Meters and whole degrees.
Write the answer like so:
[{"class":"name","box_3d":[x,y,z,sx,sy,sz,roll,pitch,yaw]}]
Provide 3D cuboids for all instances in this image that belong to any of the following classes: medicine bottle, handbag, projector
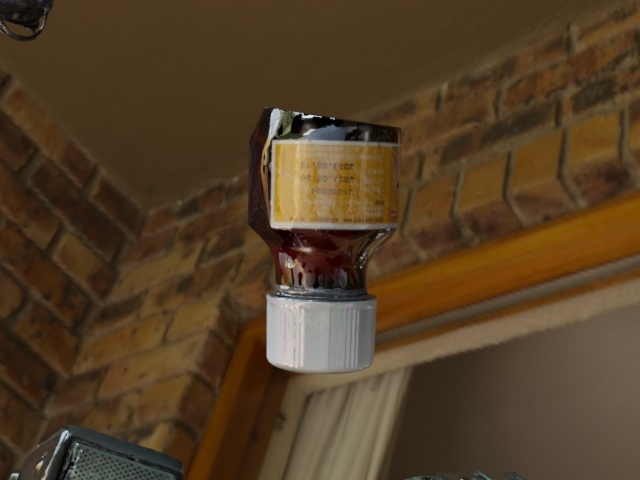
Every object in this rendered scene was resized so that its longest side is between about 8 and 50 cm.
[{"class":"medicine bottle","box_3d":[0.000,0.000,1.587,0.242,0.242,0.395,6,-82,12]},{"class":"handbag","box_3d":[-0.414,-0.315,1.384,0.115,0.139,0.072,22,-50,-39]},{"class":"projector","box_3d":[-0.419,0.529,1.666,0.242,0.405,0.395,23,-25,-15]}]

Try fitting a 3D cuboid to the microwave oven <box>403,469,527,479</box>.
[{"class":"microwave oven","box_3d":[0.267,0.467,1.224,0.394,0.247,0.333,31,8,36]}]
